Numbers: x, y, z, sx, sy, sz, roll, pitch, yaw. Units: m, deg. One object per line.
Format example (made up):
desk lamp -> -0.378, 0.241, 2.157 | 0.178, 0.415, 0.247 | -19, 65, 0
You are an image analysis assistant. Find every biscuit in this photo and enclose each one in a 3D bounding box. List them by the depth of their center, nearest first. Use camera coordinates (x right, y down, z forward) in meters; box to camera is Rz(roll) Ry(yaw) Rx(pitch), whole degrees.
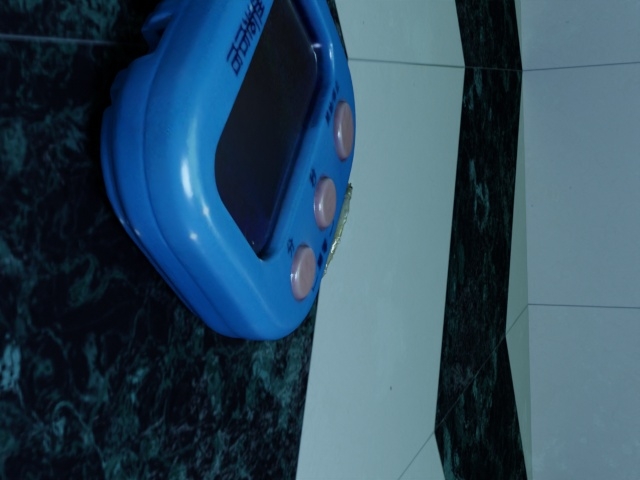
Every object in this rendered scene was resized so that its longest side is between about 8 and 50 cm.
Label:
biscuit -> 0.000, 0.000, 0.971 | 0.152, 0.020, 0.152 | -160, -90, -80

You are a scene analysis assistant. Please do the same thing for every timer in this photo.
timer -> -0.067, -0.097, 0.791 | 0.309, 0.115, 0.340 | 64, 35, -50
